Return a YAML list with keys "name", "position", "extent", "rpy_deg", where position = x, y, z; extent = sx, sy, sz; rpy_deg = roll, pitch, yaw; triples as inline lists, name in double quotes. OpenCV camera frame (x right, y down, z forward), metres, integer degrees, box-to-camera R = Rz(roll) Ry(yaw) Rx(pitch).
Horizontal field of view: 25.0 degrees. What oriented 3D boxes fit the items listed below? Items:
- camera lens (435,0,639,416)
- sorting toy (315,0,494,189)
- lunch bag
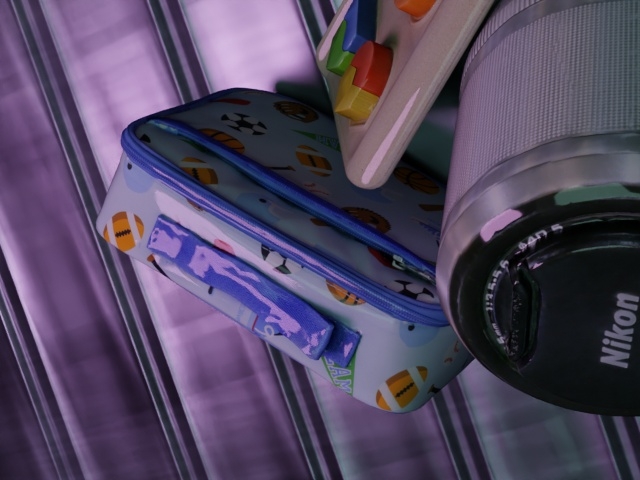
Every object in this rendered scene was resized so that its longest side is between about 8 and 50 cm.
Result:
- name: "camera lens"
  position: [0.192, -0.044, 0.919]
  extent: [0.219, 0.274, 0.219]
  rpy_deg: [6, 136, 6]
- name: "sorting toy"
  position: [0.052, -0.163, 1.046]
  extent: [0.038, 0.208, 0.193]
  rpy_deg: [20, 116, -21]
- name: "lunch bag"
  position: [0.000, 0.000, 1.071]
  extent: [0.303, 0.243, 0.115]
  rpy_deg: [29, 113, 17]
